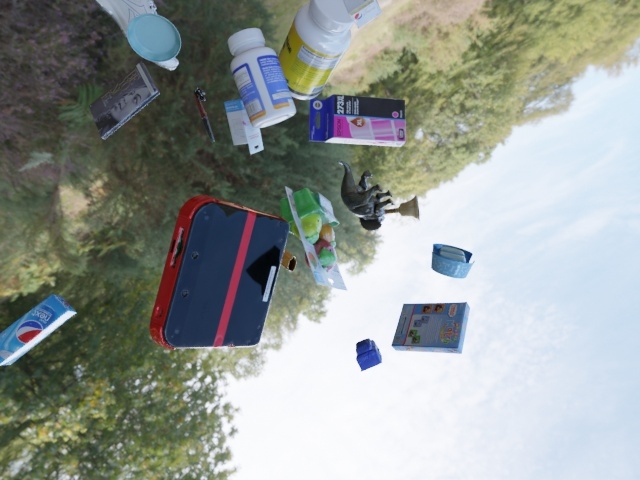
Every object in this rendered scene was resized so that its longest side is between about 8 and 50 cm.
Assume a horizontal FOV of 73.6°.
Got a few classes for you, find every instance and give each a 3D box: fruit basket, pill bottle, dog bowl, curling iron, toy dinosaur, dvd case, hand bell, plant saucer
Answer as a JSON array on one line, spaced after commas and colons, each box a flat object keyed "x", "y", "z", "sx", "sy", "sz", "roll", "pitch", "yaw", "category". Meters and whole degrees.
[{"x": 0.000, "y": 0.000, "z": 1.509, "sx": 0.166, "sy": 0.352, "sz": 0.327, "roll": -30, "pitch": 160, "yaw": 13, "category": "fruit basket"}, {"x": -0.191, "y": -0.508, "z": 1.347, "sx": 0.153, "sy": 0.271, "sz": 0.152, "roll": -19, "pitch": -172, "yaw": 3, "category": "pill bottle"}, {"x": 0.525, "y": 0.081, "z": 1.728, "sx": 0.166, "sy": 0.073, "sz": 0.297, "roll": 15, "pitch": -167, "yaw": 13, "category": "dog bowl"}, {"x": -0.018, "y": -0.631, "z": 1.388, "sx": 0.188, "sy": 0.188, "sz": 0.334, "roll": -40, "pitch": 179, "yaw": -31, "category": "pill bottle"}, {"x": -0.593, "y": -0.641, "z": 2.188, "sx": 0.035, "sy": 0.273, "sz": 0.068, "roll": -25, "pitch": -159, "yaw": -38, "category": "curling iron"}, {"x": 0.147, "y": -0.136, "z": 1.453, "sx": 0.160, "sy": 0.314, "sz": 0.121, "roll": -38, "pitch": -147, "yaw": 23, "category": "toy dinosaur"}, {"x": -0.597, "y": -0.425, "z": 1.294, "sx": 0.221, "sy": 0.164, "sz": 0.018, "roll": -37, "pitch": 151, "yaw": 5, "category": "dvd case"}, {"x": 0.347, "y": -0.140, "z": 2.052, "sx": 0.242, "sy": 0.126, "sz": 0.126, "roll": -7, "pitch": -158, "yaw": 16, "category": "hand bell"}, {"x": -0.393, "y": -0.483, "z": 1.014, "sx": 0.120, "sy": 0.119, "sz": 0.021, "roll": -25, "pitch": -127, "yaw": 21, "category": "plant saucer"}]

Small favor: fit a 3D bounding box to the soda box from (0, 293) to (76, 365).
[{"x": -0.792, "y": 0.243, "z": 1.172, "sx": 0.210, "sy": 0.067, "sz": 0.071, "roll": -43, "pitch": 177, "yaw": -17, "category": "soda box"}]

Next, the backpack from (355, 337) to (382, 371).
[{"x": 0.184, "y": 0.431, "z": 1.660, "sx": 0.098, "sy": 0.101, "sz": 0.120, "roll": -19, "pitch": -175, "yaw": 8, "category": "backpack"}]

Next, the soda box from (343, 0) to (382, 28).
[{"x": 0.081, "y": -0.660, "z": 1.096, "sx": 0.074, "sy": 0.216, "sz": 0.069, "roll": -25, "pitch": 162, "yaw": 21, "category": "soda box"}]

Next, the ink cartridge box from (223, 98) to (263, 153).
[{"x": -0.260, "y": -0.390, "z": 1.465, "sx": 0.062, "sy": 0.181, "sz": 0.104, "roll": -2, "pitch": -159, "yaw": 21, "category": "ink cartridge box"}]

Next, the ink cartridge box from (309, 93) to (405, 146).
[{"x": 0.144, "y": -0.464, "z": 1.653, "sx": 0.372, "sy": 0.175, "sz": 0.069, "roll": 1, "pitch": 173, "yaw": -6, "category": "ink cartridge box"}]

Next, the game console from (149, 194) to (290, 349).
[{"x": -0.249, "y": 0.096, "z": 1.126, "sx": 0.060, "sy": 0.386, "sz": 0.342, "roll": 15, "pitch": 180, "yaw": 39, "category": "game console"}]

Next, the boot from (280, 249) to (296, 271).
[{"x": -0.216, "y": 0.086, "z": 2.120, "sx": 0.104, "sy": 0.211, "sz": 0.295, "roll": -48, "pitch": 171, "yaw": -18, "category": "boot"}]

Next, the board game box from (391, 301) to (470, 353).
[{"x": 0.333, "y": 0.262, "z": 1.299, "sx": 0.212, "sy": 0.039, "sz": 0.160, "roll": -9, "pitch": -138, "yaw": 39, "category": "board game box"}]

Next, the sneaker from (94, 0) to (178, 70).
[{"x": -0.485, "y": -0.596, "z": 1.145, "sx": 0.129, "sy": 0.297, "sz": 0.111, "roll": -40, "pitch": -161, "yaw": 1, "category": "sneaker"}]
